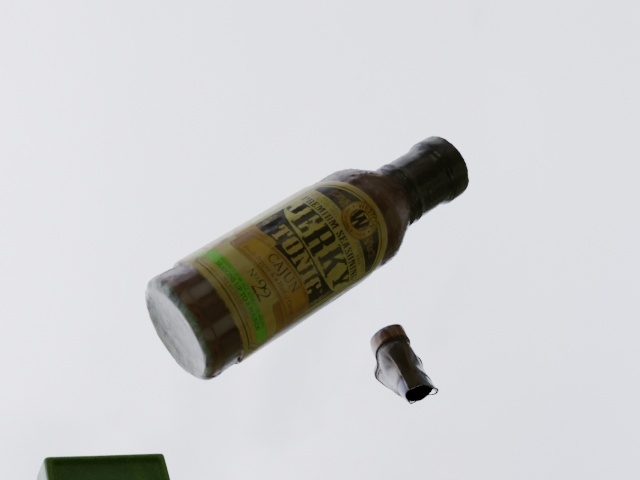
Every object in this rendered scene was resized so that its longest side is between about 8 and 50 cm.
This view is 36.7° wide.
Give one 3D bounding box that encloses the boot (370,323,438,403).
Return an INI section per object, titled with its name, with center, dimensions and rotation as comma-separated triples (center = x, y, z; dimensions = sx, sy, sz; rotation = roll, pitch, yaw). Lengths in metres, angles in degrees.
[boot]
center = 0.136, 0.227, 1.511
dimensions = 0.106, 0.082, 0.219
rotation = 65, -179, 36

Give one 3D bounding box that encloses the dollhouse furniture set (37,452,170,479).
[dollhouse furniture set]
center = -0.120, 0.168, 0.481
dimensions = 0.058, 0.152, 0.076
rotation = 2, -135, -28

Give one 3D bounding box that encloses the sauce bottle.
[sauce bottle]
center = 0.000, 0.000, 0.921
dimensions = 0.344, 0.111, 0.111
rotation = -34, -60, -27
